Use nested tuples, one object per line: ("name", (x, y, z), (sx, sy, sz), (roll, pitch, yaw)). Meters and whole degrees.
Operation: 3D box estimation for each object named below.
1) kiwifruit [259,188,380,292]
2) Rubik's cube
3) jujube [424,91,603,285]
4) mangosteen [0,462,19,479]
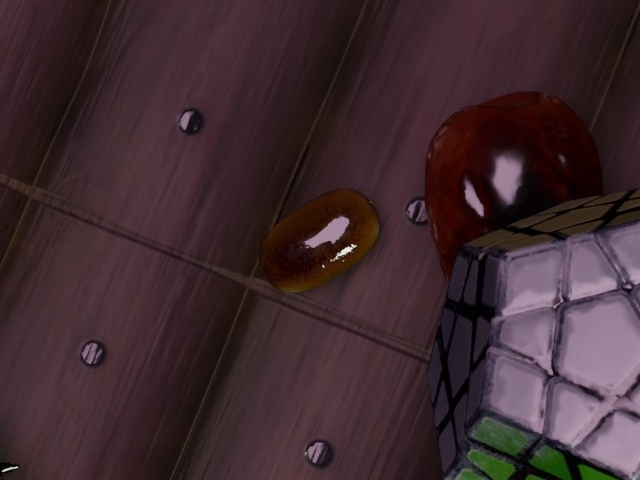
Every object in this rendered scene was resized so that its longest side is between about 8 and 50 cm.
("kiwifruit", (0.000, 0.000, 1.530), (0.124, 0.075, 0.075), (-36, 76, 10))
("Rubik's cube", (0.235, 0.106, 1.284), (0.319, 0.319, 0.264), (-54, 43, 1))
("jujube", (0.178, -0.013, 1.452), (0.168, 0.168, 0.236), (-7, 98, 12))
("mangosteen", (-0.397, 0.268, 1.519), (0.243, 0.243, 0.243), (-2, 82, 13))
